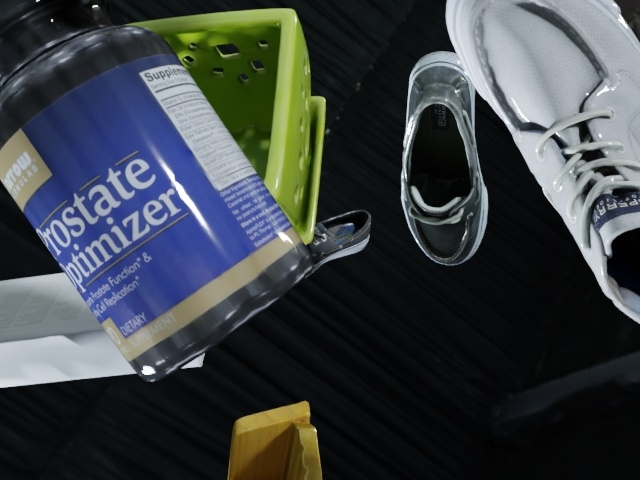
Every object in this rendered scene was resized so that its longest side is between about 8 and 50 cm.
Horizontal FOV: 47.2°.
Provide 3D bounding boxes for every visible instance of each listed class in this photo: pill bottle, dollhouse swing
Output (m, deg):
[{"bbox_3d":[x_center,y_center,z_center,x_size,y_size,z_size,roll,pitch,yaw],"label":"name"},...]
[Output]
[{"bbox_3d":[-0.111,-0.041,0.419,0.123,0.219,0.123,-35,-178,2],"label":"pill bottle"},{"bbox_3d":[-0.162,0.457,1.068,0.347,0.305,0.315,-99,-166,-48],"label":"dollhouse swing"}]

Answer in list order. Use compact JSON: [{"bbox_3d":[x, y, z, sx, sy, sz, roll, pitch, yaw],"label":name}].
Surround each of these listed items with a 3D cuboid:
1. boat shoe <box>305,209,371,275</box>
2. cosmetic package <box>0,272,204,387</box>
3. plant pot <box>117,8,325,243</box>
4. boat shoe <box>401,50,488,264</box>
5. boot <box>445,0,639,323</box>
[{"bbox_3d":[0.000,0.000,1.252,0.228,0.080,0.076,-17,141,-33],"label":"boat shoe"},{"bbox_3d":[-0.221,0.078,0.679,0.239,0.060,0.099,-7,-148,9],"label":"cosmetic package"},{"bbox_3d":[-0.113,-0.110,0.853,0.207,0.227,0.228,49,43,-66],"label":"plant pot"},{"bbox_3d":[0.150,-0.076,0.960,0.119,0.121,0.335,-68,152,-43],"label":"boat shoe"},{"bbox_3d":[0.167,-0.049,0.423,0.095,0.258,0.123,-37,-159,31],"label":"boot"}]
